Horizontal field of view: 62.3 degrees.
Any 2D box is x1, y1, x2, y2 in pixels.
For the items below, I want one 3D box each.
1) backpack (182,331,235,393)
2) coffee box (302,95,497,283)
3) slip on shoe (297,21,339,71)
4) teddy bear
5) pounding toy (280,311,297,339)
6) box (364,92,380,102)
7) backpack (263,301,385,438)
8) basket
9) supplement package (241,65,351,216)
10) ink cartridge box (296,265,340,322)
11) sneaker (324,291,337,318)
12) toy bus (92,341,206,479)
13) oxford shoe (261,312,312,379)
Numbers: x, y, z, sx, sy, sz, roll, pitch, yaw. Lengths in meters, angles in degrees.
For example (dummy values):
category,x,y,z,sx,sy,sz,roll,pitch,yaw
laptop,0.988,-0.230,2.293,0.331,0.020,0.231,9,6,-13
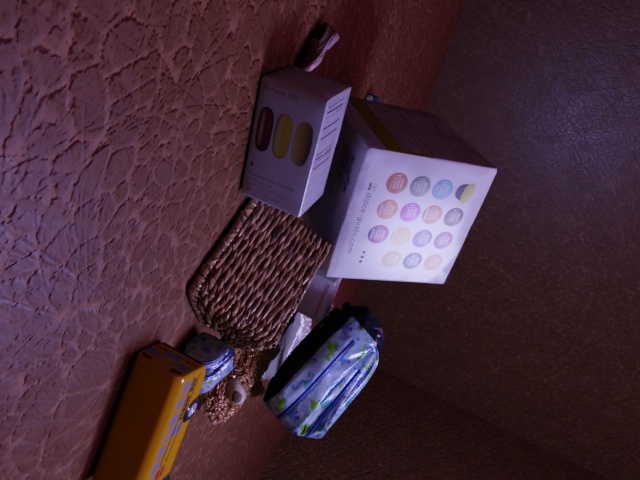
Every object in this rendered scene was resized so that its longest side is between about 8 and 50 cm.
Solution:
category,x,y,z,sx,sy,sz,roll,pitch,yaw
backpack,-0.253,0.259,1.135,0.114,0.105,0.084,-44,149,-43
coffee box,0.168,-0.130,1.341,0.338,0.334,0.337,-113,-145,-53
slip on shoe,-0.011,-0.391,1.080,0.135,0.051,0.041,-53,125,-20
teddy bear,-0.197,0.341,1.438,0.338,0.113,0.245,-25,131,-63
pounding toy,-0.108,0.211,1.702,0.206,0.094,0.181,-56,165,-39
box,0.160,-0.391,1.829,0.159,0.044,0.233,-66,168,0
backpack,0.004,0.376,1.500,0.355,0.273,0.290,-30,177,-27
basket,-0.160,0.068,1.192,0.213,0.223,0.299,-20,-144,58
supplement package,-0.050,-0.196,1.041,0.134,0.139,0.244,-50,159,-56
ink cartridge box,-0.051,0.131,1.556,0.139,0.191,0.082,-69,169,19
sneaker,0.007,0.284,2.360,0.135,0.098,0.276,-54,161,-47
toy bus,-0.326,0.365,0.997,0.332,0.108,0.130,-68,168,9
oxford shoe,-0.085,0.312,1.931,0.449,0.130,0.169,-67,167,-2
